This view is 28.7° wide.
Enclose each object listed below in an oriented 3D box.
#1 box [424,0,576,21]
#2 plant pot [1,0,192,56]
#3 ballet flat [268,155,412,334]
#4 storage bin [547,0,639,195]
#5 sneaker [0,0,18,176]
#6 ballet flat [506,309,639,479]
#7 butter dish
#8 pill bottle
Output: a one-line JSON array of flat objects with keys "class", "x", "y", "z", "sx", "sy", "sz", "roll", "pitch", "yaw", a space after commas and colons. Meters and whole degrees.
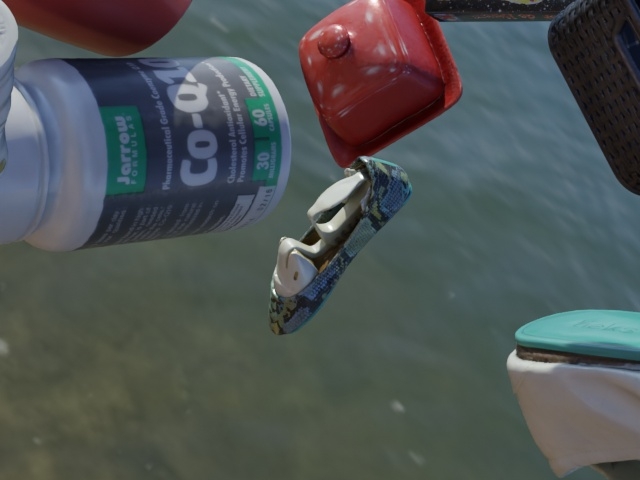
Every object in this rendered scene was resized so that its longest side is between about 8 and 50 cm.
[{"class": "box", "x": 0.213, "y": -0.277, "z": 1.108, "sx": 0.233, "sy": 0.159, "sz": 0.044, "roll": 4, "pitch": -1, "yaw": 25}, {"class": "plant pot", "x": -0.277, "y": -0.341, "z": 1.384, "sx": 0.243, "sy": 0.275, "sz": 0.275, "roll": 30, "pitch": 27, "yaw": -53}, {"class": "ballet flat", "x": 0.000, "y": 0.000, "z": 1.104, "sx": 0.070, "sy": 0.188, "sz": 0.070, "roll": 37, "pitch": 8, "yaw": -6}, {"class": "storage bin", "x": 0.239, "y": -0.116, "z": 0.721, "sx": 0.180, "sy": 0.084, "sz": 0.122, "roll": -25, "pitch": 85, "yaw": -24}, {"class": "sneaker", "x": -0.322, "y": -0.118, "z": 0.755, "sx": 0.292, "sy": 0.169, "sz": 0.108, "roll": 26, "pitch": 59, "yaw": 2}, {"class": "ballet flat", "x": 0.275, "y": 0.112, "z": 0.752, "sx": 0.139, "sy": 0.400, "sz": 0.139, "roll": 1, "pitch": 87, "yaw": -34}, {"class": "butter dish", "x": 0.038, "y": -0.181, "z": 1.255, "sx": 0.118, "sy": 0.160, "sz": 0.160, "roll": 24, "pitch": 42, "yaw": -56}, {"class": "pill bottle", "x": -0.226, "y": -0.095, "z": 1.345, "sx": 0.361, "sy": 0.204, "sz": 0.204, "roll": -9, "pitch": 55, "yaw": -41}]
